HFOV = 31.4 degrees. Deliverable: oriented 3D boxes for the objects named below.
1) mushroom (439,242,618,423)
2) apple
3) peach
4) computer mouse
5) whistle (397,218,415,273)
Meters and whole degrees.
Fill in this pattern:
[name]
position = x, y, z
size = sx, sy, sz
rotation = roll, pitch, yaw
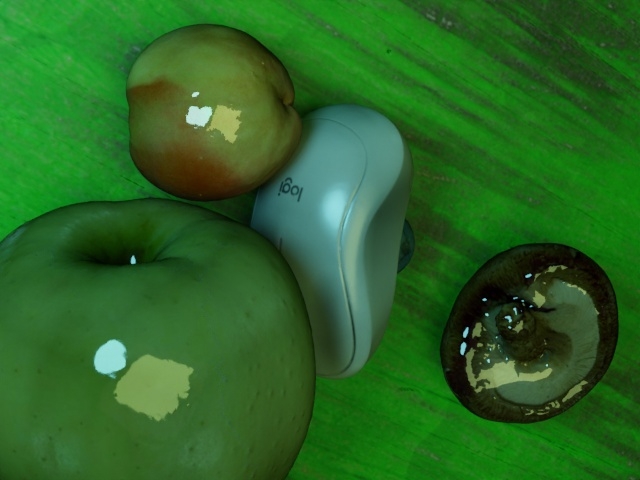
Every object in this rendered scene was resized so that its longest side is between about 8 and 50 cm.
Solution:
[mushroom]
position = 0.246, 0.106, 1.355
size = 0.194, 0.138, 0.231
rotation = 29, 105, -35
[apple]
position = -0.181, 0.135, 1.108
size = 0.357, 0.357, 0.358
rotation = -5, 106, -16
[peach]
position = -0.108, -0.127, 1.143
size = 0.184, 0.184, 0.184
rotation = -5, 106, -16
[computer mouse]
position = 0.000, 0.000, 1.209
size = 0.121, 0.184, 0.297
rotation = 6, 103, -51
[whistle]
position = 0.074, -0.014, 1.285
size = 0.090, 0.090, 0.158
rotation = 28, 94, -22
